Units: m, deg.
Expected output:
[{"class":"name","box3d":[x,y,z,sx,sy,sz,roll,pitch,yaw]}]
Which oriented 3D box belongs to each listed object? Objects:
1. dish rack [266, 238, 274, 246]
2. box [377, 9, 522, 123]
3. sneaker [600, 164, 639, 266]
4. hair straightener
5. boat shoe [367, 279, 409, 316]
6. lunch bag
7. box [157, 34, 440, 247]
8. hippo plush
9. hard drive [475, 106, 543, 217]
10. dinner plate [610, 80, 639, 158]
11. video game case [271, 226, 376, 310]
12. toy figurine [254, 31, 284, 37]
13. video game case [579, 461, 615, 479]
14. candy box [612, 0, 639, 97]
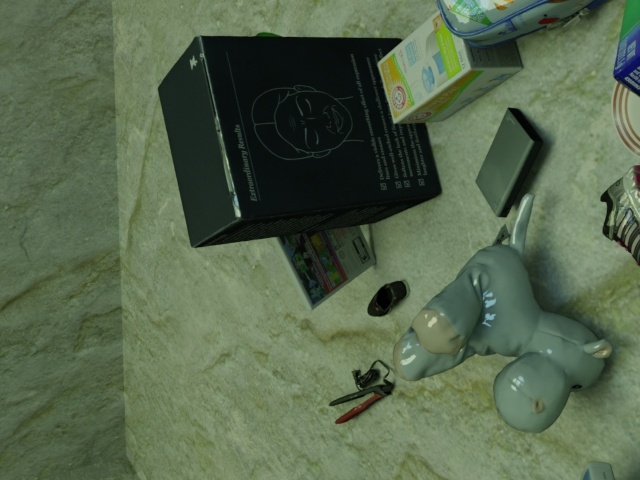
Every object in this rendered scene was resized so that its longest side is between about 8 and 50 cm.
[{"class":"dish rack","box3d":[-0.044,-0.145,1.628,0.333,0.072,0.286,-16,83,59]},{"class":"box","box3d":[0.193,-0.270,1.166,0.203,0.103,0.114,-28,73,58]},{"class":"sneaker","box3d":[0.395,-0.004,0.938,0.075,0.063,0.171,-35,63,56]},{"class":"hair straightener","box3d":[0.079,0.306,1.562,0.230,0.047,0.089,-50,56,52]},{"class":"boat shoe","box3d":[0.120,0.114,1.451,0.133,0.042,0.049,-46,60,55]},{"class":"lunch bag","box3d":[0.252,-0.408,0.973,0.243,0.115,0.304,-19,82,29]},{"class":"box","box3d":[-0.036,-0.170,1.290,0.212,0.395,0.294,-24,76,57]},{"class":"hippo plush","box3d":[0.271,0.146,1.083,0.236,0.294,0.234,41,157,13]},{"class":"hard drive","box3d":[0.278,-0.116,1.120,0.094,0.022,0.135,-107,27,-48]},{"class":"dinner plate","box3d":[0.413,-0.164,0.910,0.141,0.017,0.141,20,114,56]},{"class":"video game case","box3d":[0.000,0.000,1.425,0.023,0.183,0.201,-6,114,54]},{"class":"toy figurine","box3d":[-0.102,-0.323,1.589,0.159,0.130,0.173,-59,41,33]},{"class":"video game case","box3d":[0.346,0.501,0.962,0.300,0.036,0.329,-84,-5,-47]},{"class":"candy box","box3d":[0.416,-0.282,0.642,0.317,0.122,0.268,-45,17,52]}]
